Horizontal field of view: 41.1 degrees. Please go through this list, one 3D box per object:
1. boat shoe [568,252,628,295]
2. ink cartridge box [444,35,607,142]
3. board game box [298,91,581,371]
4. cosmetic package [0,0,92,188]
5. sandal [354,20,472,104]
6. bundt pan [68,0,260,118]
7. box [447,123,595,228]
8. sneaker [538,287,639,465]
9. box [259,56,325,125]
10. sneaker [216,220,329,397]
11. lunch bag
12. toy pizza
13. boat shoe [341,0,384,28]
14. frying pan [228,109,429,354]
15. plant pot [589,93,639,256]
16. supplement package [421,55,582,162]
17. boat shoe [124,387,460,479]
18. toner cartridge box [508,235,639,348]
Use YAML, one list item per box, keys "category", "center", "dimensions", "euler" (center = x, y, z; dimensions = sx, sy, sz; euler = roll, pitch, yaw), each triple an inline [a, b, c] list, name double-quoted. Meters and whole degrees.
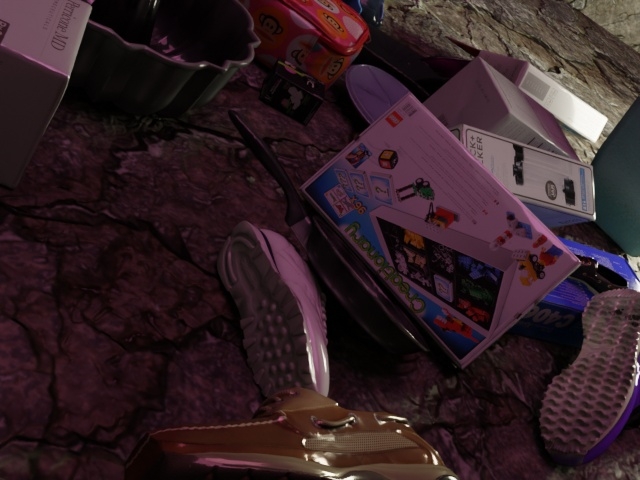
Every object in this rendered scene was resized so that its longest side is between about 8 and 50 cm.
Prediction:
- category: "boat shoe"
  center: [0.377, 0.039, 1.220]
  dimensions: [0.133, 0.042, 0.049]
  euler: [32, 35, -6]
- category: "ink cartridge box"
  center: [0.421, -0.318, 1.807]
  dimensions: [0.296, 0.066, 0.261]
  euler: [21, 9, -38]
- category: "board game box"
  center: [0.143, -0.015, 1.065]
  dimensions: [0.305, 0.193, 0.053]
  euler: [49, -2, 16]
- category: "cosmetic package"
  center: [-0.342, -0.178, 0.824]
  dimensions: [0.184, 0.151, 0.151]
  euler: [23, 36, -23]
- category: "sandal"
  center: [0.247, -0.289, 1.592]
  dimensions: [0.446, 0.107, 0.167]
  euler: [28, 33, -15]
- category: "bundt pan"
  center: [-0.249, -0.276, 1.070]
  dimensions: [0.331, 0.124, 0.330]
  euler: [26, 33, -19]
- category: "box"
  center: [0.248, -0.081, 1.254]
  dimensions: [0.290, 0.169, 0.087]
  euler: [9, 76, -36]
- category: "sneaker"
  center: [0.376, 0.201, 1.095]
  dimensions: [0.293, 0.102, 0.146]
  euler: [-49, 123, -41]
- category: "box"
  center: [-0.041, -0.223, 1.275]
  dimensions: [0.083, 0.052, 0.062]
  euler: [28, 32, -17]
- category: "sneaker"
  center: [-0.028, 0.077, 0.879]
  dimensions: [0.095, 0.090, 0.235]
  euler: [22, 35, -41]
- category: "lunch bag"
  center: [-0.062, -0.380, 1.406]
  dimensions: [0.293, 0.120, 0.258]
  euler: [36, 28, -4]
- category: "toy pizza"
  center: [0.115, -0.212, 1.426]
  dimensions: [0.201, 0.032, 0.201]
  euler: [29, 37, -24]
- category: "boat shoe"
  center: [0.093, -0.512, 1.756]
  dimensions: [0.089, 0.109, 0.258]
  euler: [32, 48, -23]
- category: "frying pan"
  center: [0.010, 0.014, 0.919]
  dimensions: [0.326, 0.053, 0.197]
  euler: [46, 6, -31]
- category: "plant pot"
  center: [0.640, -0.110, 1.611]
  dimensions: [0.248, 0.252, 0.247]
  euler: [48, 33, 17]
- category: "supplement package"
  center: [0.303, -0.169, 1.419]
  dimensions: [0.244, 0.134, 0.139]
  euler: [24, 37, -42]
- category: "boat shoe"
  center: [-0.019, 0.191, 0.719]
  dimensions: [0.324, 0.122, 0.120]
  euler: [20, 30, -40]
- category: "toner cartridge box"
  center: [0.357, 0.072, 1.267]
  dimensions: [0.348, 0.075, 0.165]
  euler: [15, 40, -31]
